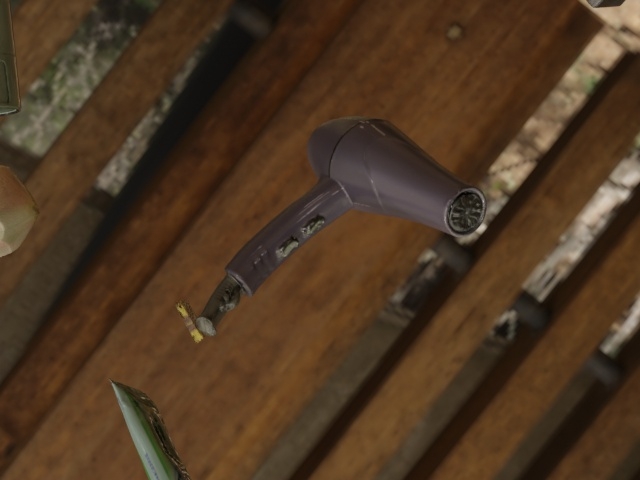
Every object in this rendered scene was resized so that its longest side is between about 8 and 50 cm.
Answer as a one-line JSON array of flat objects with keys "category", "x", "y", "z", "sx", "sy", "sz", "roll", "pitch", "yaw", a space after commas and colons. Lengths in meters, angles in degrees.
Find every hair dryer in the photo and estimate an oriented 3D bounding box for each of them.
[{"category": "hair dryer", "x": 0.000, "y": 0.000, "z": 1.580, "sx": 0.301, "sy": 0.361, "sz": 0.121, "roll": 32, "pitch": 160, "yaw": 53}]

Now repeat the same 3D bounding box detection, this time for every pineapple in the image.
[{"category": "pineapple", "x": -0.208, "y": 0.121, "z": 2.064, "sx": 0.083, "sy": 0.019, "sz": 0.045, "roll": 63, "pitch": -178, "yaw": -27}]

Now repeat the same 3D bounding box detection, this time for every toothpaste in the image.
[{"category": "toothpaste", "x": -0.155, "y": 0.273, "z": 1.422, "sx": 0.075, "sy": 0.048, "sz": 0.297, "roll": 34, "pitch": -159, "yaw": -56}]

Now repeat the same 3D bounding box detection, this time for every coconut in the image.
[{"category": "coconut", "x": -0.576, "y": -0.054, "z": 2.275, "sx": 0.183, "sy": 0.171, "sz": 0.171, "roll": -3, "pitch": 180, "yaw": 6}]

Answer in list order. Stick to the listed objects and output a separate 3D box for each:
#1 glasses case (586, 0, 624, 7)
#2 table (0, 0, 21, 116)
[{"category": "glasses case", "x": 0.406, "y": -0.365, "z": 1.613, "sx": 0.042, "sy": 0.190, "sz": 0.072, "roll": 50, "pitch": -145, "yaw": 12}, {"category": "table", "x": -0.475, "y": -0.277, "z": 1.756, "sx": 0.126, "sy": 0.220, "sz": 0.126, "roll": -5, "pitch": -179, "yaw": 0}]
